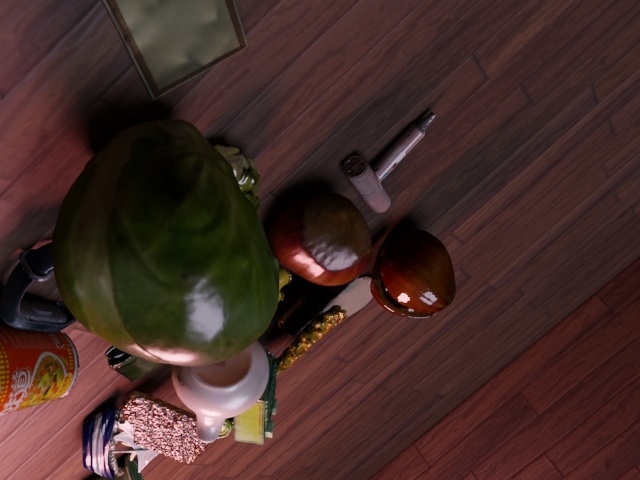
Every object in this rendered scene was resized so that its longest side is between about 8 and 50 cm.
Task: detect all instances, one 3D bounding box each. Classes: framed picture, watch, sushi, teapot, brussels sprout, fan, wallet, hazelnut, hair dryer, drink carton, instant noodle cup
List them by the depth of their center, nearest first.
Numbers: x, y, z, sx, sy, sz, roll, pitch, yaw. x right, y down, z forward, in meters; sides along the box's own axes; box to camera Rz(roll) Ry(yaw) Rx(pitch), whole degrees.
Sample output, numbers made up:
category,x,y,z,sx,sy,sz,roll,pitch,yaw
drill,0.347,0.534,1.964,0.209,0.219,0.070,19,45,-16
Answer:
category,x,y,z,sx,sy,sz,roll,pitch,yaw
framed picture,-0.197,-0.308,1.166,0.173,0.010,0.231,-31,151,-10
brussels sprout,-0.223,0.007,1.215,0.276,0.371,0.315,-33,166,36
watch,-0.438,0.073,1.417,0.193,0.068,0.206,-45,154,9
instant noodle cup,-0.533,0.220,1.428,0.193,0.193,0.212,-46,158,18
brussels sprout,-0.170,-0.086,1.451,0.139,0.100,0.181,-6,154,-13
hazelnut,0.001,-0.008,1.683,0.210,0.210,0.186,20,96,-57
wallet,-0.349,0.218,1.712,0.160,0.055,0.236,-34,168,-11
hair dryer,0.160,-0.173,1.740,0.220,0.053,0.195,-43,153,-1
teapot,-0.209,0.271,1.776,0.139,0.205,0.298,99,7,-56
sushi,-0.016,0.142,1.913,0.292,0.059,0.294,-45,176,19
hazelnut,0.226,0.089,2.017,0.217,0.217,0.251,-25,172,-20
drink carton,-0.521,0.643,2.116,0.143,0.144,0.146,-23,150,-6
fan,0.138,0.127,2.189,0.310,0.010,0.182,-20,148,-23

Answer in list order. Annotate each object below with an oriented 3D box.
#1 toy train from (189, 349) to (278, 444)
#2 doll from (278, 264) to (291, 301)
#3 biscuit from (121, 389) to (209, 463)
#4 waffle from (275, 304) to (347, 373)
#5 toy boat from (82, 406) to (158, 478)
category,x,y,z,sx,sy,sz,roll,pitch,yaw
toy train,-0.197,0.366,1.958,0.188,0.159,0.271,8,140,0
doll,-0.158,0.121,1.696,0.221,0.143,0.135,-43,165,-48
biscuit,-0.351,0.421,1.864,0.237,0.026,0.131,30,109,-29
waffle,-0.030,0.244,2.059,0.232,0.051,0.229,-43,177,7
toy boat,-0.396,0.467,1.918,0.291,0.067,0.220,2,121,-9
